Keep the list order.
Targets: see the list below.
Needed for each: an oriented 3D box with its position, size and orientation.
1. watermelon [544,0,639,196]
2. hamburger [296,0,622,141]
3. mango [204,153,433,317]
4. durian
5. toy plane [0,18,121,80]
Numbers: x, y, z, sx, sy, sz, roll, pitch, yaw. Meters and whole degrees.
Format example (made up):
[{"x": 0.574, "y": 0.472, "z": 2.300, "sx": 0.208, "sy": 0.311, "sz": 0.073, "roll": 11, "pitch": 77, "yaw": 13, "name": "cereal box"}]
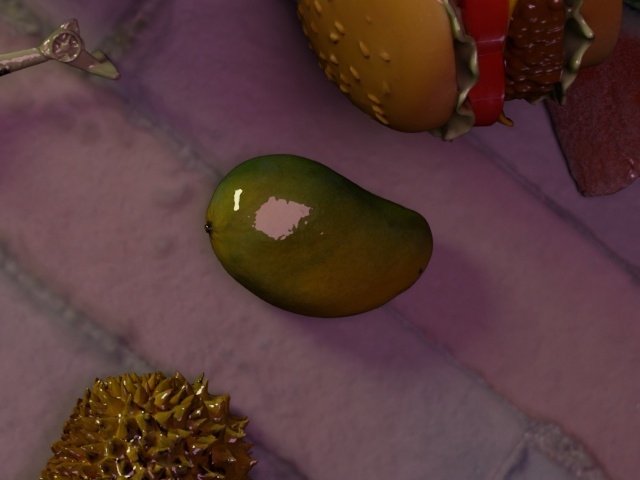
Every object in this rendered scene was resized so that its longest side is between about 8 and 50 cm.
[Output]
[{"x": 0.254, "y": -0.145, "z": 1.520, "sx": 0.207, "sy": 0.136, "sz": 0.202, "roll": 13, "pitch": 82, "yaw": 0, "name": "watermelon"}, {"x": 0.087, "y": -0.206, "z": 1.390, "sx": 0.212, "sy": 0.274, "sz": 0.274, "roll": -23, "pitch": 97, "yaw": -12, "name": "hamburger"}, {"x": -0.003, "y": 0.002, "z": 1.469, "sx": 0.191, "sy": 0.085, "sz": 0.122, "roll": 25, "pitch": 82, "yaw": -13, "name": "mango"}, {"x": -0.142, "y": 0.216, "z": 1.418, "sx": 0.183, "sy": 0.138, "sz": 0.250, "roll": 31, "pitch": 77, "yaw": -5, "name": "durian"}, {"x": -0.304, "y": -0.122, "z": 1.391, "sx": 0.286, "sy": 0.092, "sz": 0.108, "roll": -18, "pitch": 117, "yaw": -13, "name": "toy plane"}]
